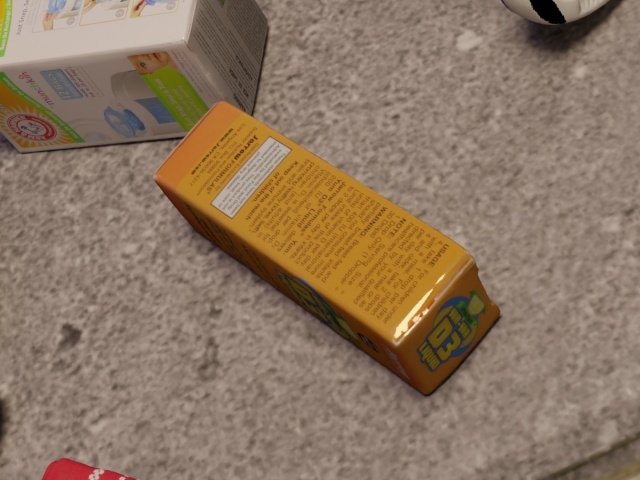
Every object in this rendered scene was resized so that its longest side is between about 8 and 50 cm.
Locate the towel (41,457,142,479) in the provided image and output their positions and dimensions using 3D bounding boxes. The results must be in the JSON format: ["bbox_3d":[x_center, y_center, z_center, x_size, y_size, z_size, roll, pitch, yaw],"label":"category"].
[{"bbox_3d":[-0.076,0.241,0.737,0.275,0.031,0.199,13,64,23],"label":"towel"}]

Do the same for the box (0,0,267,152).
[{"bbox_3d":[-0.157,-0.144,1.001,0.203,0.114,0.103,-4,60,21],"label":"box"}]

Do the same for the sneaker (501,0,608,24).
[{"bbox_3d":[0.142,-0.303,0.983,0.236,0.130,0.323,17,72,41],"label":"sneaker"}]

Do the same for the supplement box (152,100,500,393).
[{"bbox_3d":[0.000,0.000,0.868,0.233,0.078,0.080,31,75,35],"label":"supplement box"}]
